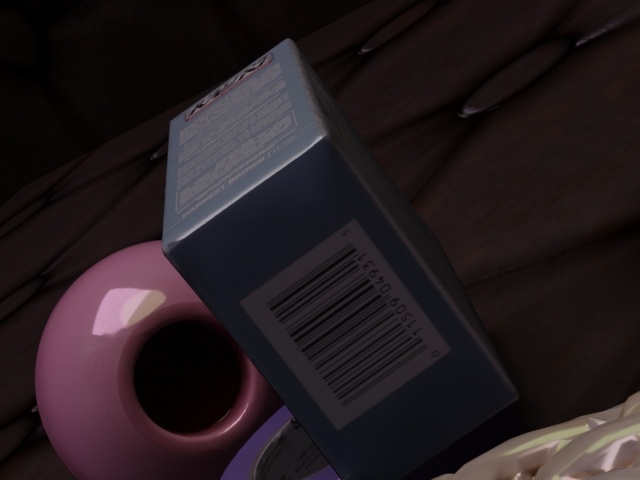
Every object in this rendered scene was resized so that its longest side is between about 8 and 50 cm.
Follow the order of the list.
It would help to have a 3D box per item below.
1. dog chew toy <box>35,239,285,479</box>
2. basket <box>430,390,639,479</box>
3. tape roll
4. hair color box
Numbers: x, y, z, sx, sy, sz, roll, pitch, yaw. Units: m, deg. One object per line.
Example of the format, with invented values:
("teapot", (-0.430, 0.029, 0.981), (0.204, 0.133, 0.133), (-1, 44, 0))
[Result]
("dog chew toy", (-0.127, 0.106, 1.438), (0.207, 0.206, 0.332), (-39, 6, -12))
("basket", (0.044, 0.238, 0.422), (0.331, 0.266, 0.328), (-28, 16, 35))
("tape roll", (0.030, 0.144, 1.153), (0.189, 0.080, 0.189), (-34, 14, 10))
("hair color box", (0.000, 0.000, 1.144), (0.114, 0.185, 0.374), (-35, 13, 5))
